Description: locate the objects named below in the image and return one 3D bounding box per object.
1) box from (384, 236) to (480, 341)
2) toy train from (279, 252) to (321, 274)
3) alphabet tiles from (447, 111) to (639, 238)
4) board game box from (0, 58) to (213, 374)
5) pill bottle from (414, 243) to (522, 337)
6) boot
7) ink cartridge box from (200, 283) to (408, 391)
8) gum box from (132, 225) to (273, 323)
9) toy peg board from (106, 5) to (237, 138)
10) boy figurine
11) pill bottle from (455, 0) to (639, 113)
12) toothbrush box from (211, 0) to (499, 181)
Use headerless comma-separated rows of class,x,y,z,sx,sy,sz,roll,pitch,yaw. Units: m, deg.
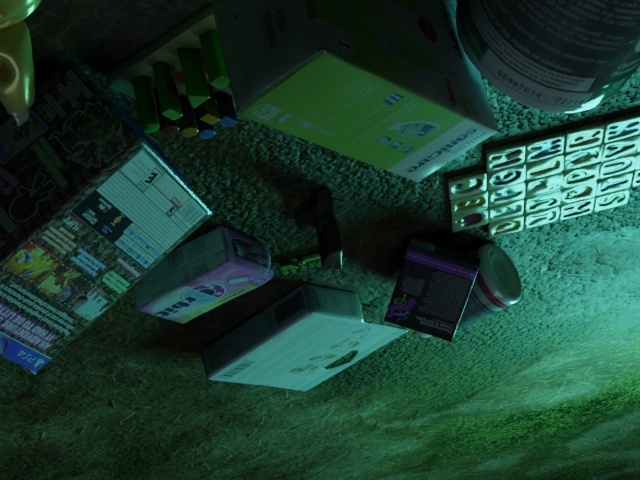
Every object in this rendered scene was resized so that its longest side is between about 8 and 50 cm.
box,0.175,0.079,2.053,0.116,0.029,0.162,18,126,3
toy train,-0.024,0.032,1.998,0.083,0.017,0.023,-15,144,3
alphabet tiles,0.358,-0.092,1.939,0.343,0.011,0.285,-14,155,1
board game box,-0.304,-0.019,1.467,0.291,0.141,0.232,-42,156,-2
pill bottle,0.228,0.088,2.130,0.180,0.108,0.108,-30,150,31
boot,0.000,0.000,1.828,0.037,0.114,0.106,-3,152,-21
ink cartridge box,-0.027,0.172,2.233,0.239,0.060,0.275,12,144,-44
gum box,-0.171,0.051,1.908,0.188,0.062,0.107,-27,152,27
toy peg board,-0.126,-0.167,1.469,0.161,0.079,0.161,-28,151,28
boy figurine,-0.350,-0.192,1.264,0.177,0.092,0.285,34,129,-2
pill bottle,0.280,-0.300,1.252,0.204,0.204,0.361,-5,154,-18
toothbrush box,0.032,-0.203,1.326,0.122,0.206,0.283,-31,149,31
